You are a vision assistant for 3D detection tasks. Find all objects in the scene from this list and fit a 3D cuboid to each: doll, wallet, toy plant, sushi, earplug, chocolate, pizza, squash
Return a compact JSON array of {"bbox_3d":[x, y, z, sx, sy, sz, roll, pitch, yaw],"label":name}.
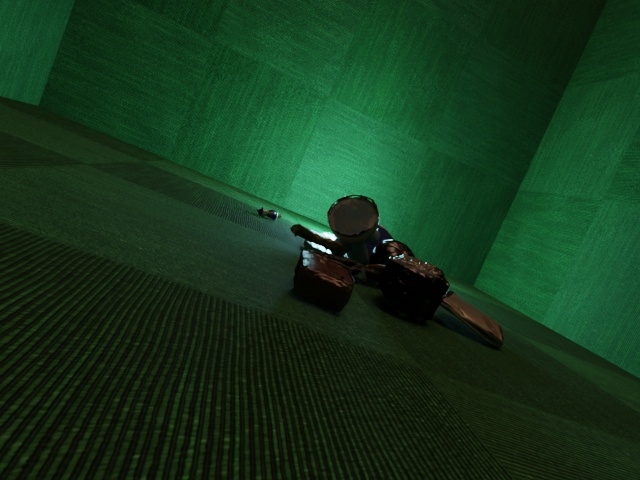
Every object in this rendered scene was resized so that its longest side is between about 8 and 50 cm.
[{"bbox_3d":[-0.286,-0.148,2.452,0.142,0.058,0.098,15,-12,-23],"label":"doll"},{"bbox_3d":[0.542,0.278,1.619,0.274,0.068,0.335,34,10,20],"label":"wallet"},{"bbox_3d":[0.159,-0.015,2.009,0.247,0.247,0.332,26,-29,26],"label":"toy plant"},{"bbox_3d":[0.298,0.150,1.463,0.210,0.171,0.350,22,7,10],"label":"sushi"},{"bbox_3d":[0.331,0.037,2.530,0.215,0.215,0.456,25,2,19],"label":"earplug"},{"bbox_3d":[0.002,0.100,1.133,0.148,0.093,0.214,24,7,-4],"label":"chocolate"},{"bbox_3d":[0.000,0.000,1.824,0.270,0.056,0.134,24,2,-37],"label":"pizza"},{"bbox_3d":[0.317,0.097,1.955,0.218,0.219,0.172,18,-31,-41],"label":"squash"},{"bbox_3d":[0.088,0.103,1.685,0.219,0.047,0.231,12,8,-41],"label":"sushi"}]

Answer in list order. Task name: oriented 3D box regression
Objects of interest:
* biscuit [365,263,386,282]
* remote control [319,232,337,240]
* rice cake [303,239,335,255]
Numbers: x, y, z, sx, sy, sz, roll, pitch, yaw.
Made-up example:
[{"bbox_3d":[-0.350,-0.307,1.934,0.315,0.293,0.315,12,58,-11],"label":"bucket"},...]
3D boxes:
[{"bbox_3d":[0.309,0.159,1.716,0.298,0.045,0.154,25,-32,20],"label":"biscuit"},{"bbox_3d":[0.034,-0.002,2.323,0.127,0.066,0.335,22,5,7],"label":"remote control"},{"bbox_3d":[-0.002,0.043,1.898,0.124,0.038,0.211,22,7,-12],"label":"rice cake"}]
